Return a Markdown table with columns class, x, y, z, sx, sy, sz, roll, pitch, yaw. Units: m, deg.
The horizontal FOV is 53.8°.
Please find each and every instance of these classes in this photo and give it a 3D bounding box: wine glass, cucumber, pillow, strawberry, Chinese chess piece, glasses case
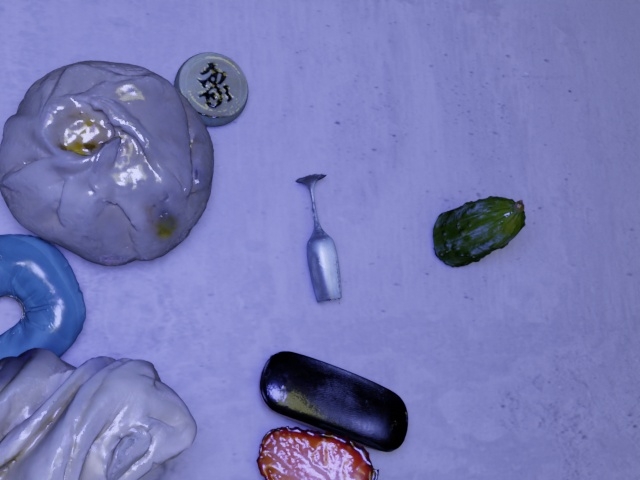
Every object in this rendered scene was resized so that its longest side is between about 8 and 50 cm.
| class | x | y | z | sx | sy | sz | roll | pitch | yaw |
| --- | --- | --- | --- | --- | --- | --- | --- | --- | --- |
| wine glass | 0.000 | 0.000 | 1.251 | 0.074 | 0.074 | 0.263 | -7 | 85 | -22 |
| cucumber | 0.340 | -0.031 | 1.293 | 0.134 | 0.244 | 0.135 | 6 | 72 | -19 |
| pillow | -0.504 | 0.104 | 1.033 | 0.214 | 0.086 | 0.233 | -32 | 91 | -17 |
| strawberry | -0.006 | 0.434 | 1.161 | 0.236 | 0.111 | 0.190 | 34 | 80 | 12 |
| Chinese chess piece | -0.212 | -0.293 | 1.226 | 0.143 | 0.058 | 0.144 | 3 | 80 | -20 |
| glasses case | 0.029 | 0.306 | 1.194 | 0.314 | 0.075 | 0.122 | 24 | 56 | -16 |

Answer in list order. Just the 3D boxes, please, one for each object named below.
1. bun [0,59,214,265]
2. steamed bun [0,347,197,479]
| class | x | y | z | sx | sy | sz | roll | pitch | yaw |
| --- | --- | --- | --- | --- | --- | --- | --- | --- | --- |
| bun | -0.346 | -0.140 | 1.063 | 0.364 | 0.219 | 0.366 | 2 | 83 | -21 |
| steamed bun | -0.398 | 0.273 | 0.908 | 0.393 | 0.346 | 0.238 | -25 | 94 | -1 |
